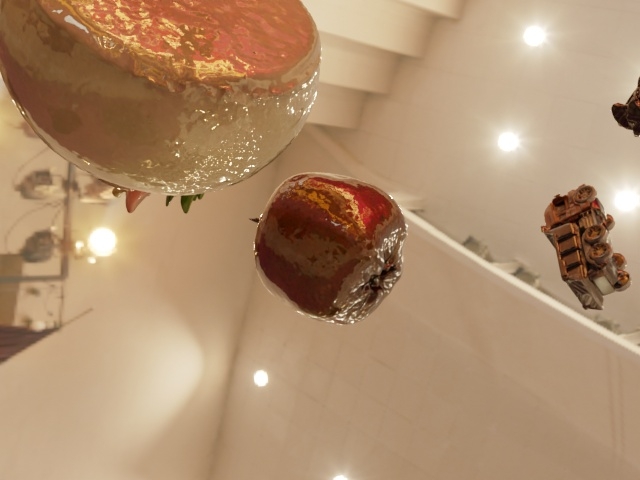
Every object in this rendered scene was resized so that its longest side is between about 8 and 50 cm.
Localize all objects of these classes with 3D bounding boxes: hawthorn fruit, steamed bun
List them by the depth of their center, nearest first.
[{"bbox_3d":[-0.146,-0.150,0.760,0.283,0.283,0.177,55,-46,28],"label":"steamed bun"},{"bbox_3d":[0.000,0.000,1.543,0.301,0.268,0.267,27,-71,20],"label":"hawthorn fruit"}]

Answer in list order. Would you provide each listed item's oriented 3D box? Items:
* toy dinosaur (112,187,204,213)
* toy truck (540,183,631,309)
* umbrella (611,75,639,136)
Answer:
[{"bbox_3d":[-0.254,-0.130,1.311,0.152,0.177,0.194,36,-73,48],"label":"toy dinosaur"},{"bbox_3d":[0.386,0.009,1.255,0.092,0.083,0.192,-26,-144,26],"label":"toy truck"},{"bbox_3d":[0.402,-0.145,0.984,0.080,0.071,0.224,-53,-166,13],"label":"umbrella"}]
